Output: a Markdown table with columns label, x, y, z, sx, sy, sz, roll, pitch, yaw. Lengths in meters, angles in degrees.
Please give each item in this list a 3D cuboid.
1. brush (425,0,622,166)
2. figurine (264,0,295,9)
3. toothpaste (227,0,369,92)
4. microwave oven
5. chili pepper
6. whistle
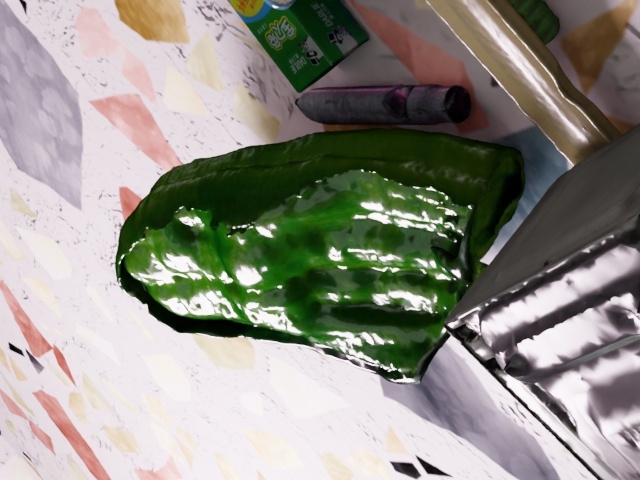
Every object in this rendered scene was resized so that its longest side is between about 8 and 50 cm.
| label | x | y | z | sx | sy | sz | roll | pitch | yaw |
| --- | --- | --- | --- | --- | --- | --- | --- | --- | --- |
| brush | 0.154 | -0.109 | 0.822 | 0.282 | 0.048 | 0.054 | 48 | 152 | -10 |
| figurine | -0.027 | -0.272 | 0.816 | 0.205 | 0.103 | 0.260 | 38 | 147 | 9 |
| toothpaste | -0.069 | -0.243 | 0.957 | 0.266 | 0.050 | 0.065 | 53 | 146 | -5 |
| microwave oven | 0.258 | 0.078 | 0.724 | 0.295 | 0.181 | 0.237 | 45 | 150 | -4 |
| chili pepper | 0.007 | -0.004 | 1.018 | 0.385 | 0.167 | 0.213 | -3 | 137 | 39 |
| whistle | 0.048 | -0.107 | 0.968 | 0.176 | 0.033 | 0.033 | 6 | 127 | 49 |
